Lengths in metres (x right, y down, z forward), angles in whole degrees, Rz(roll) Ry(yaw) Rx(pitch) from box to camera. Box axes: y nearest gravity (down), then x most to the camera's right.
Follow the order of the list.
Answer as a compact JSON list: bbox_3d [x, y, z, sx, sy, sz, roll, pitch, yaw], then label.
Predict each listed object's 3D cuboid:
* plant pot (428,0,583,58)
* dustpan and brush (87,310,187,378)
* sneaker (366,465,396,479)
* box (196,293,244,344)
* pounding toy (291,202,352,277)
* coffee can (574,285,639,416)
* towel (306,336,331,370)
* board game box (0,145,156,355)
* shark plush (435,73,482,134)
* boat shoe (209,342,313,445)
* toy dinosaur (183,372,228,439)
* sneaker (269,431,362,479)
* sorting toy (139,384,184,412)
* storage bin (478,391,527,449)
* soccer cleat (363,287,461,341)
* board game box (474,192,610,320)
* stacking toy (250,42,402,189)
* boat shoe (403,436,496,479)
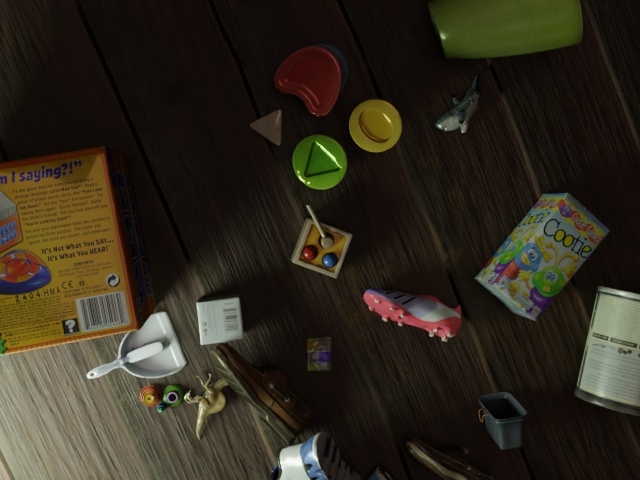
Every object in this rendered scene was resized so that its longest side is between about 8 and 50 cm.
[{"bbox_3d":[0.406,-0.530,1.708,0.293,0.275,0.275,-19,95,10],"label":"plant pot"},{"bbox_3d":[-0.432,0.268,1.722,0.211,0.060,0.147,-21,95,-6],"label":"dustpan and brush"},{"bbox_3d":[0.172,0.629,1.826,0.073,0.063,0.162,-40,93,14],"label":"sneaker"},{"bbox_3d":[-0.232,0.181,1.730,0.102,0.087,0.101,-6,93,-6],"label":"box"},{"bbox_3d":[0.000,0.000,1.744,0.130,0.100,0.141,20,90,-8],"label":"pounding toy"},{"bbox_3d":[0.743,0.263,1.799,0.201,0.201,0.275,12,91,-8],"label":"coffee can"},{"bbox_3d":[-0.004,0.273,1.802,0.060,0.009,0.083,1,92,-8],"label":"towel"},{"bbox_3d":[-0.561,0.019,1.545,0.356,0.356,0.356,-10,94,-6],"label":"board game box"},{"bbox_3d":[0.341,-0.333,1.797,0.067,0.073,0.161,28,94,22],"label":"shark plush"},{"bbox_3d":[-0.135,0.336,1.739,0.104,0.111,0.307,-44,114,-18],"label":"boat shoe"},{"bbox_3d":[-0.272,0.378,1.752,0.092,0.053,0.183,29,89,-9],"label":"toy dinosaur"},{"bbox_3d":[-0.017,0.582,1.766,0.182,0.127,0.315,-14,118,25],"label":"sneaker"},{"bbox_3d":[-0.371,0.371,1.744,0.102,0.042,0.061,0,93,-7],"label":"sorting toy"},{"bbox_3d":[0.436,0.441,1.810,0.098,0.135,0.091,-8,103,-7],"label":"storage bin"},{"bbox_3d":[0.223,0.160,1.801,0.248,0.083,0.095,22,60,-3],"label":"soccer cleat"},{"bbox_3d":[0.526,0.035,1.790,0.142,0.144,0.275,41,87,-7],"label":"board game box"},{"bbox_3d":[0.017,-0.291,1.756,0.309,0.130,0.279,44,113,-4],"label":"stacking toy"},{"bbox_3d":[0.320,0.541,1.824,0.257,0.095,0.095,38,74,-13],"label":"boat shoe"}]
